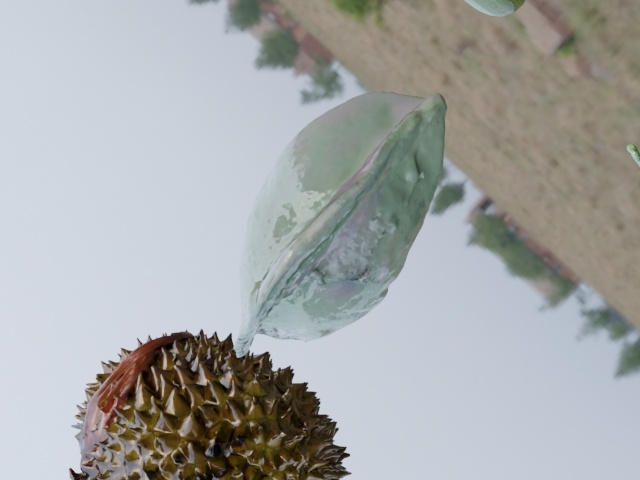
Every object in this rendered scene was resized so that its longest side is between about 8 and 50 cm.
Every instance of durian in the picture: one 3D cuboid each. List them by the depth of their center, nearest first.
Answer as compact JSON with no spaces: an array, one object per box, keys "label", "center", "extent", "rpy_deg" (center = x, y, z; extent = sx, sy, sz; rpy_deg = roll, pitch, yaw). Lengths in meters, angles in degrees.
[{"label":"durian","center":[-0.141,0.269,1.455],"extent":[0.347,0.348,0.384],"rpy_deg":[35,179,-43]}]

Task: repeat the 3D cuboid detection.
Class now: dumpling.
[{"label":"dumpling","center":[0.009,0.002,0.748],"extent":[0.104,0.217,0.149],"rpy_deg":[24,-148,-21]}]

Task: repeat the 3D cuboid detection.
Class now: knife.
[{"label":"knife","center":[0.353,-0.023,1.234],"extent":[0.078,0.022,0.166],"rpy_deg":[36,-144,-50]}]

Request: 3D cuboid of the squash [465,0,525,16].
[{"label":"squash","center":[0.144,-0.283,1.214],"extent":[0.068,0.077,0.219],"rpy_deg":[28,-166,38]}]
